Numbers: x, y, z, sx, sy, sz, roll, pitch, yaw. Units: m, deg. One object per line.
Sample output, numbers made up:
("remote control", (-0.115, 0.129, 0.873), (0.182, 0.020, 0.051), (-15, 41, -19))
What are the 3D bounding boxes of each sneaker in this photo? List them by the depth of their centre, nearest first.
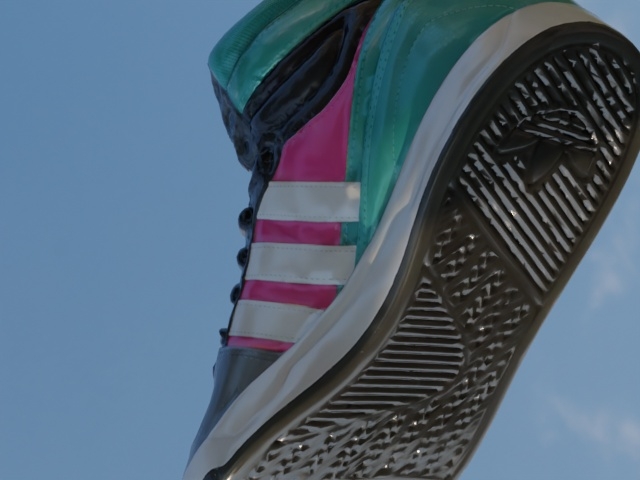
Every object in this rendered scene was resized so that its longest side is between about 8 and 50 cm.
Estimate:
("sneaker", (0.000, 0.000, 0.712), (0.123, 0.295, 0.178), (19, -158, -34))
